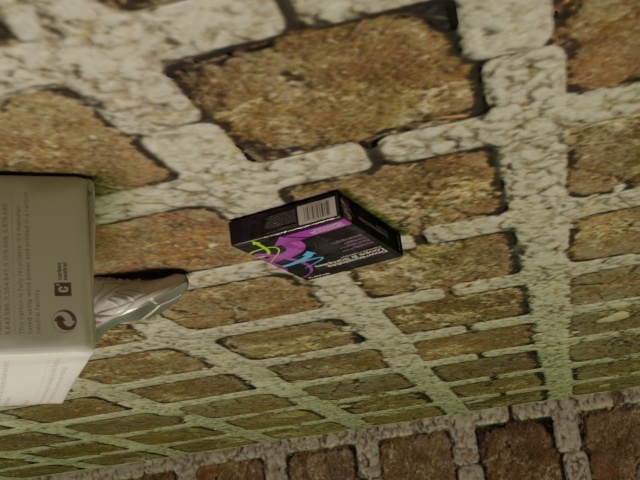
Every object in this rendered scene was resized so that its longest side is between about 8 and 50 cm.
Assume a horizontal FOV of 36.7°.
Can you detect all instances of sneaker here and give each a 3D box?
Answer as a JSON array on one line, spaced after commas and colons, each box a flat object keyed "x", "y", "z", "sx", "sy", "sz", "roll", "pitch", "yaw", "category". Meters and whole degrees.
[{"x": -0.215, "y": 0.060, "z": 1.027, "sx": 0.152, "sy": 0.061, "sz": 0.054, "roll": -22, "pitch": 158, "yaw": -17, "category": "sneaker"}]

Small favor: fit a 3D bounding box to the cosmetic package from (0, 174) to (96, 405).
[{"x": -0.388, "y": 0.050, "z": 0.769, "sx": 0.385, "sy": 0.156, "sz": 0.217, "roll": 2, "pitch": 159, "yaw": -23, "category": "cosmetic package"}]

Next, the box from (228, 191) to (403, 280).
[{"x": 0.000, "y": 0.000, "z": 0.953, "sx": 0.116, "sy": 0.029, "sz": 0.162, "roll": -15, "pitch": 161, "yaw": 23, "category": "box"}]
